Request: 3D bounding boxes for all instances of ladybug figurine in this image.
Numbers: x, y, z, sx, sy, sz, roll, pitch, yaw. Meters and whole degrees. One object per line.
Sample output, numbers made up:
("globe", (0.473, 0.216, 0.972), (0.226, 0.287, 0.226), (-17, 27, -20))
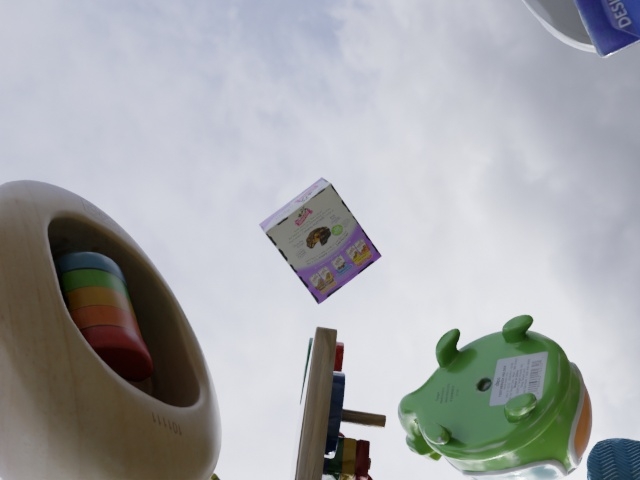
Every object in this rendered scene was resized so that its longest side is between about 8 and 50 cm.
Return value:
("ladybug figurine", (-0.260, 0.109, 0.839), (0.305, 0.162, 0.449), (39, -167, -41))

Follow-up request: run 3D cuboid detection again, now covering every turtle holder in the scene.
("turtle holder", (0.274, 0.291, 1.272), (0.227, 0.320, 0.243), (47, -166, -27))

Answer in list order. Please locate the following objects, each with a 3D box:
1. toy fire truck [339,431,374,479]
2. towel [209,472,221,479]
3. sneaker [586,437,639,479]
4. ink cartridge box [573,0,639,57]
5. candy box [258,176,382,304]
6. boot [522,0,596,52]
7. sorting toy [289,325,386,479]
("toy fire truck", (0.034, 0.498, 1.333), (0.169, 0.302, 0.254), (-5, -141, -37))
("towel", (-0.085, 0.437, 1.145), (0.021, 0.102, 0.237), (-35, -121, -21))
("sneaker", (0.353, 0.322, 0.926), (0.228, 0.087, 0.092), (-67, -28, -56))
("ink cartridge box", (0.180, -0.169, 0.158), (0.165, 0.333, 0.065), (59, -146, -13))
("candy box", (0.000, 0.000, 1.619), (0.196, 0.165, 0.070), (55, 177, -22))
("boot", (0.124, -0.217, 0.457), (0.258, 0.095, 0.123), (71, -164, 7))
("sorting toy", (0.005, 0.145, 0.424), (0.046, 0.132, 0.274), (9, -132, -1))
